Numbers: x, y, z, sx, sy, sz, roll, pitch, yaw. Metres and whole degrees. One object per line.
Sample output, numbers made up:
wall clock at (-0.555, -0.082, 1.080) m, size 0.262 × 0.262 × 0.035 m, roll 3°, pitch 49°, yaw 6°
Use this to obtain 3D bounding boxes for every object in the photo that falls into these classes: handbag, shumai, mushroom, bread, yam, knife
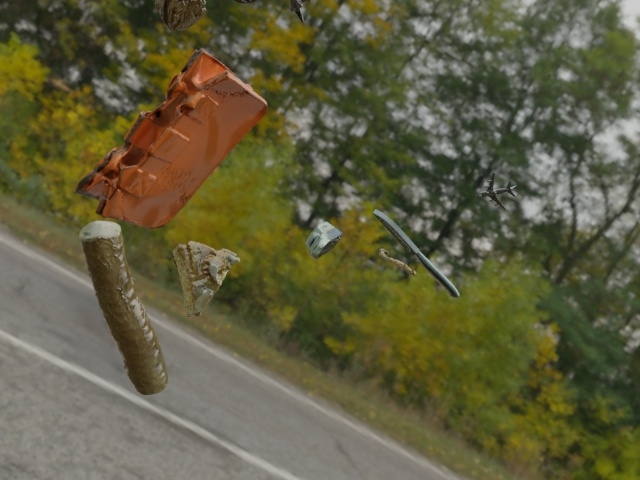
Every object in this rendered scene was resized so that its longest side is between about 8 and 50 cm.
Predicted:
handbag at (-0.320, -0.210, 2.083) m, size 0.116 × 0.410 × 0.303 m, roll 45°, pitch 6°, yaw 16°
shumai at (-0.360, -0.606, 2.411) m, size 0.105 × 0.123 × 0.139 m, roll 60°, pitch -9°, yaw 5°
mushroom at (0.178, 0.052, 2.272) m, size 0.286 × 0.028 × 0.026 m, roll -138°, pitch -156°, yaw -77°
bread at (-0.256, 0.083, 1.950) m, size 0.127 × 0.152 × 0.147 m, roll 21°, pitch -16°, yaw -14°
yam at (-0.267, 0.094, 1.299) m, size 0.066 × 0.066 × 0.300 m, roll 33°, pitch -35°, yaw 37°
knife at (0.162, 0.024, 1.586) m, size 0.210 × 0.015 × 0.028 m, roll 46°, pitch -10°, yaw -17°

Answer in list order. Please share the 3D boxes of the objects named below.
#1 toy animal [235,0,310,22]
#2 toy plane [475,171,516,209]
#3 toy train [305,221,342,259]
toy animal at (-0.075, -0.555, 2.118) m, size 0.197 × 0.272 × 0.160 m, roll 63°, pitch -5°, yaw -32°
toy plane at (0.336, -0.093, 1.835) m, size 0.024 × 0.084 × 0.078 m, roll -42°, pitch 115°, yaw -57°
toy train at (0.000, 0.000, 1.898) m, size 0.051 × 0.052 × 0.234 m, roll 37°, pitch 9°, yaw 5°
